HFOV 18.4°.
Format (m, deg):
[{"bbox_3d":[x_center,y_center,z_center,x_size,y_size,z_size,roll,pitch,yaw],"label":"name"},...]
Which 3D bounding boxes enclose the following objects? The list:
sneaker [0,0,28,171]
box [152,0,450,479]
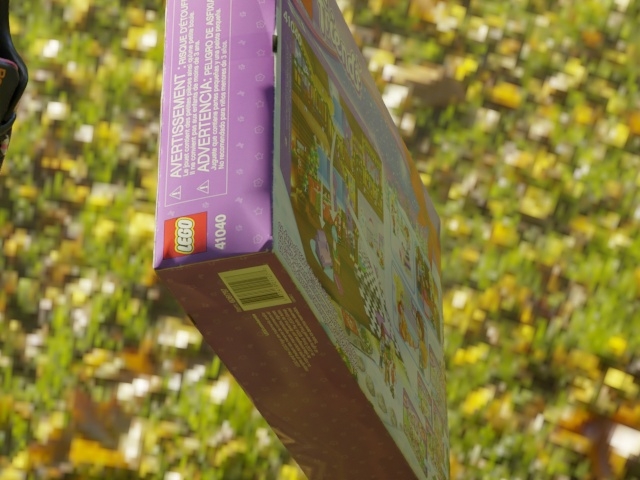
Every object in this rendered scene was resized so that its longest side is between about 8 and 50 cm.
[{"bbox_3d":[-0.153,-0.044,0.791,0.072,0.077,0.178,10,67,-46],"label":"sneaker"},{"bbox_3d":[0.000,0.000,0.959,0.057,0.293,0.201,-10,55,15],"label":"box"}]
